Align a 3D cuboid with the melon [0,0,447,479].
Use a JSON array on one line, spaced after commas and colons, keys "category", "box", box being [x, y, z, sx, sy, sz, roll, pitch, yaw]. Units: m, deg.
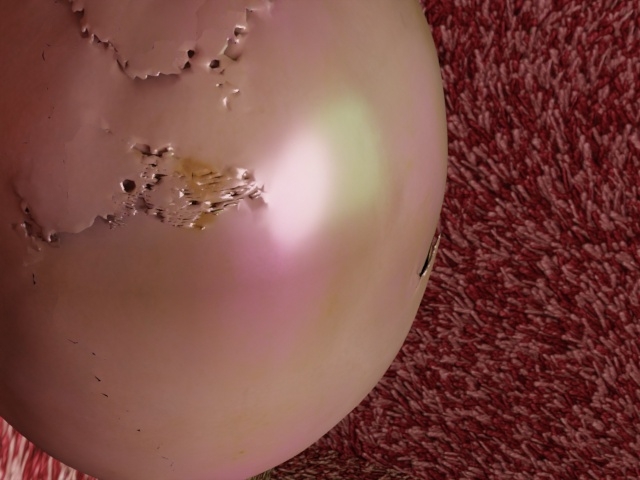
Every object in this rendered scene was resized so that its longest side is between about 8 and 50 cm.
[{"category": "melon", "box": [-0.060, -0.020, 0.535, 0.317, 0.223, 0.223, 102, 7, -53]}]
